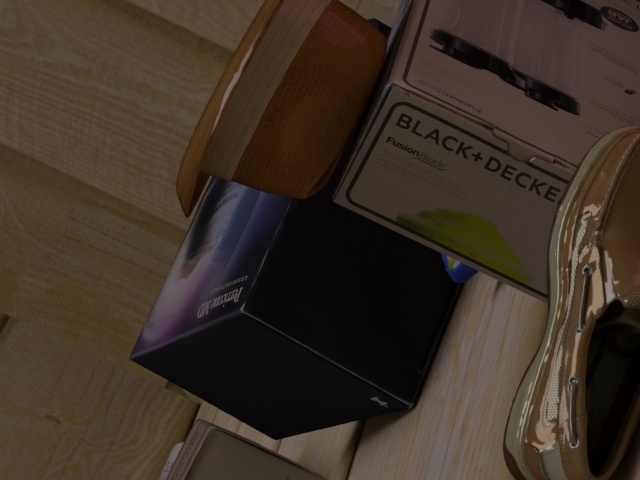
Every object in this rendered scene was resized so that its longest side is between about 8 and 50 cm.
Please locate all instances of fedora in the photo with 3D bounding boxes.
[{"bbox_3d":[-0.013,-0.086,1.032,0.194,0.079,0.194,-62,-1,-2],"label":"fedora"}]

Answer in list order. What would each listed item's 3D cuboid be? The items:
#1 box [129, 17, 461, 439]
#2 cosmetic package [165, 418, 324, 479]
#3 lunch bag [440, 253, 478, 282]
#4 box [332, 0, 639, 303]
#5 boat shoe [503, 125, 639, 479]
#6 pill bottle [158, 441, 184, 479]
[{"bbox_3d":[0.000,0.000,1.564,0.296,0.182,0.294,-26,38,63],"label":"box"},{"bbox_3d":[-0.097,0.278,1.813,0.153,0.129,0.296,-64,5,-8],"label":"cosmetic package"},{"bbox_3d":[0.132,-0.058,1.291,0.129,0.096,0.151,128,152,-60],"label":"lunch bag"},{"bbox_3d":[0.118,-0.091,1.098,0.290,0.169,0.087,-73,10,-58],"label":"box"},{"bbox_3d":[0.146,0.032,0.833,0.072,0.068,0.190,-19,54,67],"label":"boat shoe"},{"bbox_3d":[-0.155,0.362,2.020,0.131,0.131,0.229,129,166,-71],"label":"pill bottle"}]
